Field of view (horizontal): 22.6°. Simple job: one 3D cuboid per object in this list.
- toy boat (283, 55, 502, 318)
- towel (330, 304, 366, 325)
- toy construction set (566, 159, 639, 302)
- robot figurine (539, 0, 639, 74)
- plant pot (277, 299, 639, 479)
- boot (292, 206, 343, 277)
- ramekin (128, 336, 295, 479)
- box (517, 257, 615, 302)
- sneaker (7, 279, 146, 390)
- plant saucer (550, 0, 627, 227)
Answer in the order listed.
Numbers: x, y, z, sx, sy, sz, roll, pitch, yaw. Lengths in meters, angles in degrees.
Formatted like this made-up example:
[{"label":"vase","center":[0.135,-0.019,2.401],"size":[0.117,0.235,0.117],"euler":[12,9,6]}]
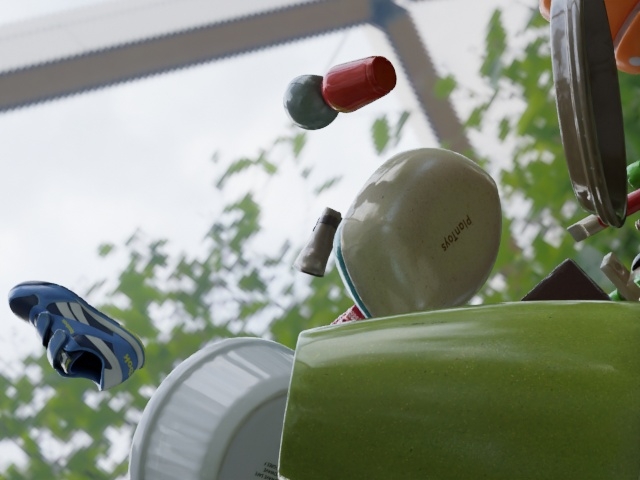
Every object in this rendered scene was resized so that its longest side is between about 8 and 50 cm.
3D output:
[{"label":"toy boat","center":[0.076,-0.058,1.823],"size":[0.267,0.148,0.318],"euler":[-37,-75,-45]},{"label":"towel","center":[0.050,0.220,2.394],"size":[0.031,0.199,0.275],"euler":[-22,-14,-34]},{"label":"toy construction set","center":[0.432,0.040,2.068],"size":[0.309,0.257,0.237],"euler":[34,-47,-30]},{"label":"robot figurine","center":[0.350,-0.284,1.900],"size":[0.158,0.219,0.128],"euler":[-49,-18,-8]},{"label":"plant pot","center":[0.117,0.166,1.413],"size":[0.275,0.294,0.274],"euler":[9,-90,-88]},{"label":"boot","center":[0.000,0.000,2.016],"size":[0.118,0.042,0.087],"euler":[-76,8,-86]},{"label":"ramekin","center":[-0.068,0.251,1.795],"size":[0.273,0.127,0.272],"euler":[-9,-76,-37]},{"label":"box","center":[0.269,0.160,1.808],"size":[0.203,0.168,0.167],"euler":[-41,-19,0]},{"label":"sneaker","center":[-0.230,0.086,1.454],"size":[0.059,0.144,0.053],"euler":[-50,-18,-41]},{"label":"plant saucer","center":[0.277,-0.148,1.650],"size":[0.278,0.041,0.277],"euler":[-7,-90,-74]}]
